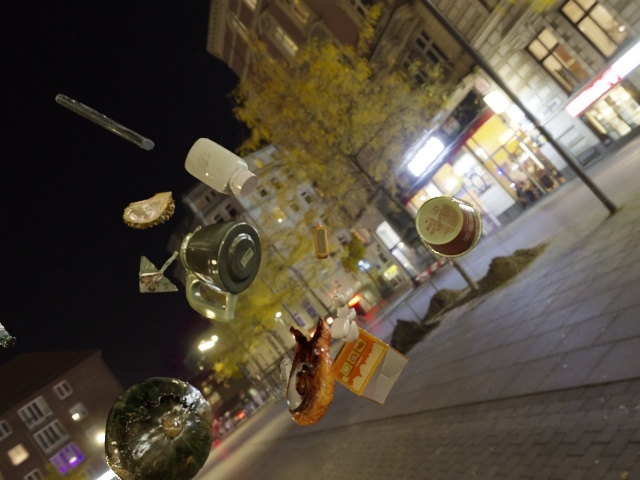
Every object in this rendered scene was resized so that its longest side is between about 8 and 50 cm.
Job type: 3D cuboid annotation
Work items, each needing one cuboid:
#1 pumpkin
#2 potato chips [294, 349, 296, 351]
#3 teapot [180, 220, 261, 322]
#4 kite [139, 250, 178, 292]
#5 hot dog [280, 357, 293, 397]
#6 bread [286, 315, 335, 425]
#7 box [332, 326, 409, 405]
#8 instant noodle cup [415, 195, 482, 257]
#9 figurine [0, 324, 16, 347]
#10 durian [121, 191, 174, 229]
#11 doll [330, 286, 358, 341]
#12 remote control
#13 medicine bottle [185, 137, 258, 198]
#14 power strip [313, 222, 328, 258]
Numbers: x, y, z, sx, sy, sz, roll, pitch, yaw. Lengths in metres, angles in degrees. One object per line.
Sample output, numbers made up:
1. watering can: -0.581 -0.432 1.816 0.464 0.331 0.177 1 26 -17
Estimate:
1. pumpkin: -0.657 0.789 2.157 0.454 0.454 0.344 -34 -3 -33
2. potato chips: -0.076 0.608 2.496 0.028 0.207 0.092 -26 21 -37
3. teapot: -0.348 0.085 1.810 0.239 0.322 0.239 7 30 29
4. kite: -0.738 0.148 2.421 0.250 0.229 0.012 -51 17 -23
5. hot dog: -0.143 0.649 2.475 0.099 0.192 0.053 -3 -15 -46
6. bread: -0.022 0.336 1.356 0.139 0.269 0.095 -15 -35 32
7. box: 0.224 0.581 2.441 0.259 0.214 0.283 -59 -36 -8
8. instant noodle cup: 0.464 -0.059 1.945 0.235 0.235 0.178 -41 -24 18
9. figurine: -1.303 0.381 2.124 0.087 0.149 0.086 -9 -53 -64
10. durian: -0.808 -0.124 2.495 0.249 0.183 0.138 -17 -24 -10
11. doll: 0.071 0.217 1.571 0.059 0.160 0.161 -4 -19 23
12. remote control: -0.816 -0.448 1.993 0.044 0.377 0.107 -62 -4 -1
13. medicine bottle: -0.392 -0.281 2.100 0.161 0.296 0.111 -61 -22 6
14. power strip: 0.000 0.000 2.029 0.049 0.178 0.028 -1 -39 -6
